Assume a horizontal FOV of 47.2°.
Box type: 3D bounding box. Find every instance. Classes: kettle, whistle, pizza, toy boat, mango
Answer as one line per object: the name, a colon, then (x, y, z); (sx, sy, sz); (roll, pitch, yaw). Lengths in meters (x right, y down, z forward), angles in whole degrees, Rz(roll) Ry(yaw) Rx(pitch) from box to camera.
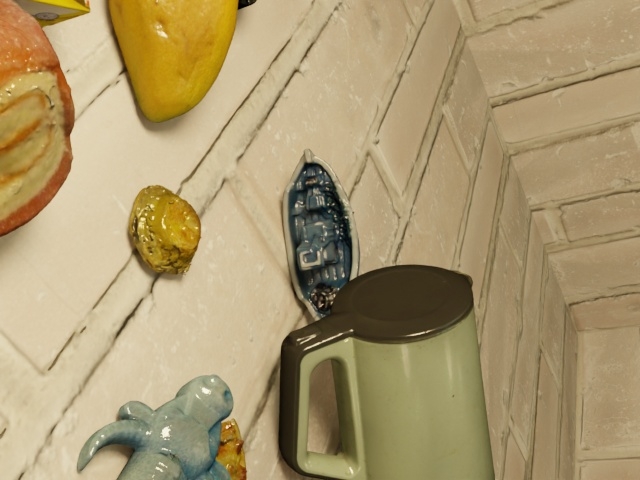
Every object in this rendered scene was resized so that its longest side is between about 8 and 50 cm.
kettle: (0.099, 0.263, 1.171); (0.361, 0.250, 0.377); (-17, 116, -18)
whistle: (-0.180, 0.257, 0.854); (0.180, 0.093, 0.269); (41, 40, -12)
pizza: (-0.137, 0.321, 0.950); (0.134, 0.046, 0.175); (21, 62, -57)
toy boat: (0.000, 0.000, 1.229); (0.142, 0.129, 0.309); (-1, 84, -75)
mango: (-0.196, -0.316, 0.987); (0.176, 0.119, 0.317); (2, 93, -32)

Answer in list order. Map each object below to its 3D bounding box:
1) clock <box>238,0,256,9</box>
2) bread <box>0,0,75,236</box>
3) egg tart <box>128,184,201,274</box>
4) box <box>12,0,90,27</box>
clock: (-0.158, -0.546, 1.183); (0.276, 0.120, 0.379); (55, 36, -41)
bread: (-0.332, -0.093, 0.654); (0.244, 0.123, 0.190); (-51, 155, -43)
egg tart: (-0.197, -0.013, 0.969); (0.130, 0.052, 0.130); (38, 45, -52)
box: (-0.344, -0.365, 0.750); (0.168, 0.097, 0.265); (-7, 92, -56)
